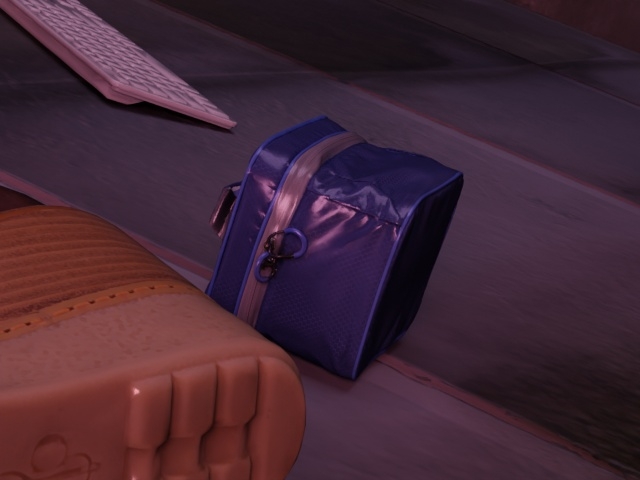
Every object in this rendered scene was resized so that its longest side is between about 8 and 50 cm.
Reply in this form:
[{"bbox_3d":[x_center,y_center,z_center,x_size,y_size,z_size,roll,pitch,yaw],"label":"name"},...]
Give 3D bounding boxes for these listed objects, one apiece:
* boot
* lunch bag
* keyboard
[{"bbox_3d":[-0.149,0.020,0.343,0.207,0.090,0.248,16,9,41],"label":"boot"},{"bbox_3d":[0.000,0.000,0.595,0.065,0.067,0.098,23,15,13],"label":"lunch bag"},{"bbox_3d":[-0.127,-0.111,0.960,0.072,0.014,0.256,11,17,-33],"label":"keyboard"}]
